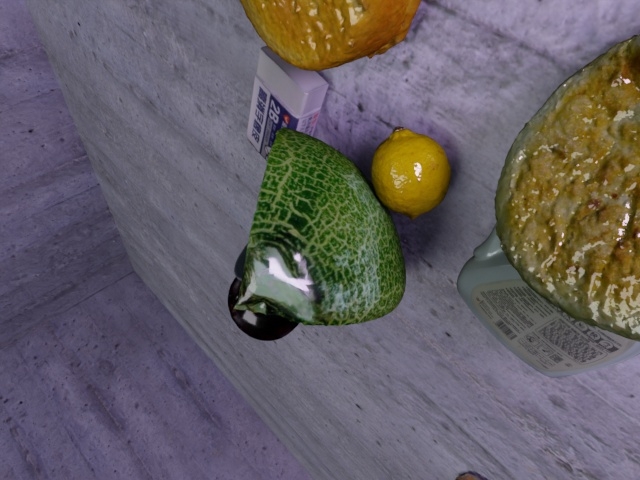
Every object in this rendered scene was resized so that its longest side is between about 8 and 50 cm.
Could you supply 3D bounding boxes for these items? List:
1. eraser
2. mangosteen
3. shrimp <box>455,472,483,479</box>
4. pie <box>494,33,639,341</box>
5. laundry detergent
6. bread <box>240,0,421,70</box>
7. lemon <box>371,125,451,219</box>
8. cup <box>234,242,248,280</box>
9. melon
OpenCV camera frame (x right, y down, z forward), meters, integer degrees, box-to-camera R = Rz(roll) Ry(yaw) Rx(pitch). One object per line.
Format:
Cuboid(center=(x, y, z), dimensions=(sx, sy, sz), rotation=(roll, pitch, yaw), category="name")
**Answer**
Cuboid(center=(-0.066, -0.229, 0.823), dimensions=(0.124, 0.068, 0.210), rotation=(49, 150, 15), category="eraser")
Cuboid(center=(-0.130, 0.158, 1.214), dimensions=(0.211, 0.211, 0.250), rotation=(47, 176, 14), category="mangosteen")
Cuboid(center=(0.374, 0.634, 1.105), dimensions=(0.143, 0.052, 0.250), rotation=(54, 145, 23), category="shrimp")
Cuboid(center=(0.286, -0.043, 0.391), dimensions=(0.277, 0.079, 0.276), rotation=(2, 93, 54), category="pie")
Cuboid(center=(0.294, 0.033, 0.526), dimensions=(0.215, 0.105, 0.280), rotation=(46, 150, 18), category="laundry detergent")
Cuboid(center=(0.006, -0.324, 0.542), dimensions=(0.269, 0.146, 0.268), rotation=(37, 150, 26), category="bread")
Cuboid(center=(0.125, -0.094, 0.641), dimensions=(0.109, 0.109, 0.132), rotation=(11, 121, 51), category="lemon")
Cuboid(center=(-0.073, 0.059, 1.052), dimensions=(0.150, 0.199, 0.199), rotation=(48, 156, -28), category="cup")
Cuboid(center=(0.000, 0.000, 0.667), dimensions=(0.330, 0.226, 0.343), rotation=(62, -174, -15), category="melon")
